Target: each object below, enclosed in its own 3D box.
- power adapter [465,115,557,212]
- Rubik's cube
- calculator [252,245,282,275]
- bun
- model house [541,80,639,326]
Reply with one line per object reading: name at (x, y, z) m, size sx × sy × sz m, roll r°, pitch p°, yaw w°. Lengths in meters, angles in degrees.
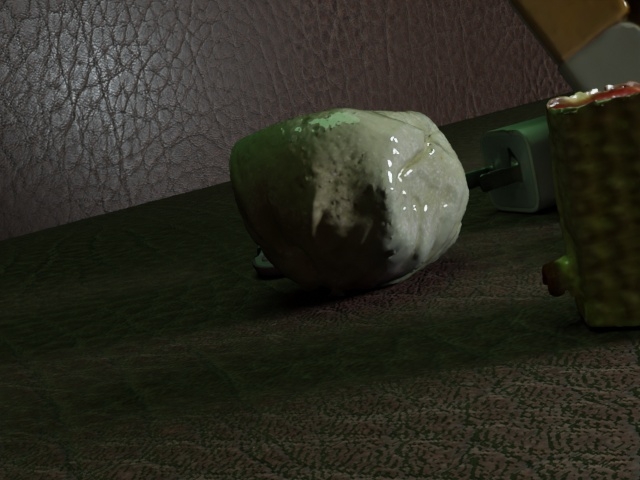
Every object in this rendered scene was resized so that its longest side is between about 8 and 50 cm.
power adapter at (0.297, -0.107, 1.329) m, size 0.205 × 0.125 × 0.130 m, roll -17°, pitch 11°, yaw -20°
Rubik's cube at (0.507, -0.301, 1.225) m, size 0.344 × 0.347 × 0.346 m, roll -36°, pitch -3°, yaw 25°
calculator at (0.000, 0.001, 1.352) m, size 0.194 × 0.043 × 0.294 m, roll -10°, pitch 13°, yaw 8°
bun at (0.037, -0.041, 1.066) m, size 0.281 × 0.205 × 0.281 m, roll -12°, pitch -5°, yaw -1°
model house at (0.299, -0.042, 0.740) m, size 0.254 × 0.196 × 0.160 m, roll -12°, pitch 11°, yaw 4°
